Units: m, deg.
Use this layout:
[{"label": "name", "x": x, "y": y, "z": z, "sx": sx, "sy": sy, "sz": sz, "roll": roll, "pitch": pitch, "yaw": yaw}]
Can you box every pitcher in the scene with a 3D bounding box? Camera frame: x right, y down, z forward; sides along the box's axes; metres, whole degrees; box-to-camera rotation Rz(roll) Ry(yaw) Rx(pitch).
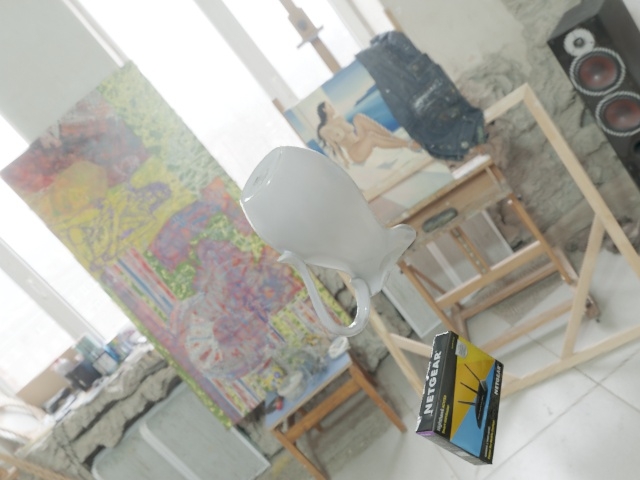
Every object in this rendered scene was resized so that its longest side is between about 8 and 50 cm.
[{"label": "pitcher", "x": 0.000, "y": 0.000, "z": 0.681, "sx": 0.125, "sy": 0.207, "sz": 0.178, "roll": -20, "pitch": 41, "yaw": 53}]

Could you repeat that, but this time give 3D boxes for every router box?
[{"label": "router box", "x": 0.236, "y": 0.261, "z": 0.947, "sx": 0.046, "sy": 0.133, "sz": 0.179, "roll": -34, "pitch": 30, "yaw": 50}]
